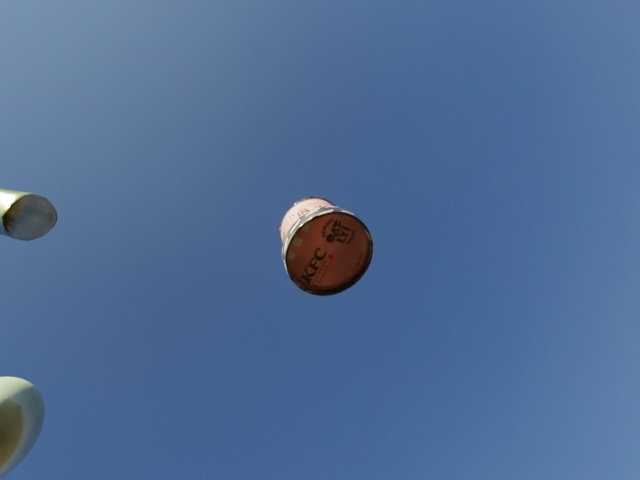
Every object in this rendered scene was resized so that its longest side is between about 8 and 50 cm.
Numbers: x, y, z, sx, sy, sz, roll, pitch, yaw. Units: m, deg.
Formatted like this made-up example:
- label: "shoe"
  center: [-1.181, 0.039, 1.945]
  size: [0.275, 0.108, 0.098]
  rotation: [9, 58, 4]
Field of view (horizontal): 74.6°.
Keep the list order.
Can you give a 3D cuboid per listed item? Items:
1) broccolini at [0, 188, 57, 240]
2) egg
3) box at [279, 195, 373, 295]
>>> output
- label: "broccolini"
  center: [-0.358, -0.018, 0.342]
  size: [0.391, 0.074, 0.079]
  rotation: [8, -101, 20]
- label: "egg"
  center: [-0.539, 0.310, 0.665]
  size: [0.149, 0.149, 0.192]
  rotation: [42, -114, -16]
- label: "box"
  center: [0.000, 0.000, 0.736]
  size: [0.151, 0.135, 0.151]
  rotation: [-6, -66, -13]
